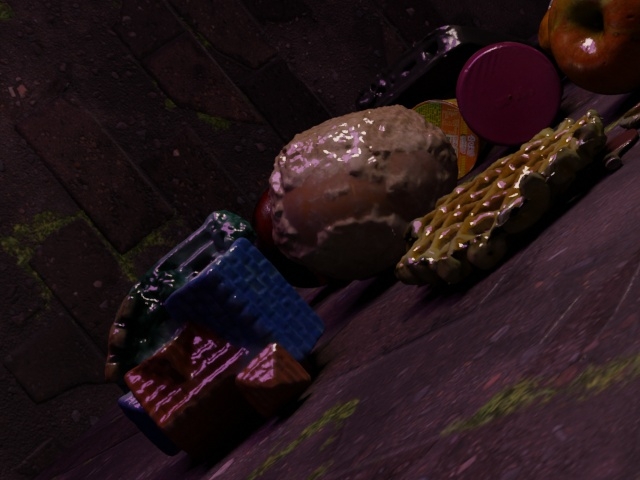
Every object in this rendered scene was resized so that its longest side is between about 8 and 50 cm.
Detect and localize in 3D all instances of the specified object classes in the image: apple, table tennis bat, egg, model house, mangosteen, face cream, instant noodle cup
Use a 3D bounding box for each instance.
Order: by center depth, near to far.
[{"bbox_3d":[0.342,-0.100,1.457,0.087,0.013,0.156,-36,3,13],"label":"table tennis bat"},{"bbox_3d":[-0.148,0.148,1.632,0.295,0.251,0.329,-39,10,-1],"label":"model house"},{"bbox_3d":[0.417,-0.301,1.705,0.196,0.196,0.196,-39,4,4],"label":"apple"},{"bbox_3d":[0.064,-0.073,1.896,0.310,0.279,0.279,-28,0,-19],"label":"egg"},{"bbox_3d":[0.322,-0.255,2.122,0.175,0.175,0.195,-39,3,11],"label":"face cream"},{"bbox_3d":[0.000,0.000,2.255,0.235,0.235,0.261,-39,47,10],"label":"mangosteen"},{"bbox_3d":[0.261,-0.210,2.398,0.168,0.168,0.185,-37,-3,31],"label":"instant noodle cup"}]

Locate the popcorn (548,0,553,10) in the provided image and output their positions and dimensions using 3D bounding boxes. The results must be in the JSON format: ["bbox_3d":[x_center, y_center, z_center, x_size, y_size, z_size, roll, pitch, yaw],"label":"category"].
[{"bbox_3d":[0.576,-0.525,2.696,0.198,0.212,0.198,-20,-26,-10],"label":"popcorn"}]

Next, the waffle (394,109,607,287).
[{"bbox_3d":[0.224,-0.047,1.515,0.317,0.073,0.297,-38,7,-2],"label":"waffle"}]

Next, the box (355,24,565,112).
[{"bbox_3d":[0.286,-0.312,2.534,0.350,0.091,0.359,5,-27,-37],"label":"box"}]

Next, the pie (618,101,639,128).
[{"bbox_3d":[0.409,-0.167,1.529,0.085,0.017,0.085,-39,5,4],"label":"pie"}]

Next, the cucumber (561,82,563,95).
[{"bbox_3d":[0.413,-0.262,2.283,0.105,0.048,0.048,-31,9,44],"label":"cucumber"}]

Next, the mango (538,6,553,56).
[{"bbox_3d":[0.532,-0.425,2.306,0.187,0.144,0.359,-29,6,-20],"label":"mango"}]
